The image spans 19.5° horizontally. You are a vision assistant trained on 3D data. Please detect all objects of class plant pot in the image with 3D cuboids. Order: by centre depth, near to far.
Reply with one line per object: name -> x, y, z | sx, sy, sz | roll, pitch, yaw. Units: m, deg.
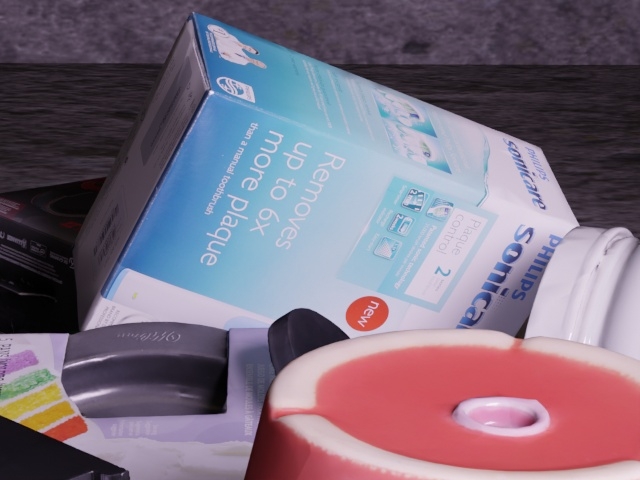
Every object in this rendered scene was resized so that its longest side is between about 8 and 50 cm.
plant pot -> 0.068, 0.183, 0.830 | 0.275, 0.243, 0.275 | 3, 16, -1

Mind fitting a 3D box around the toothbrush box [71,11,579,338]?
toothbrush box -> 0.000, 0.000, 1.331 | 0.295, 0.216, 0.126 | 20, 27, -23

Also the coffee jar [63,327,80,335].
coffee jar -> -0.126, 0.093, 1.397 | 0.079, 0.096, 0.184 | 8, 16, 25

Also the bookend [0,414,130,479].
bookend -> -0.201, 0.152, 0.942 | 0.156, 0.072, 0.157 | -18, 22, -41

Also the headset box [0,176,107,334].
headset box -> -0.159, 0.022, 1.620 | 0.293, 0.110, 0.218 | -11, 21, -41

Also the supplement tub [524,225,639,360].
supplement tub -> 0.298, 0.108, 1.167 | 0.316, 0.228, 0.228 | 9, 17, 22

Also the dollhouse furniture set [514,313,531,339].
dollhouse furniture set -> 0.203, 0.102, 1.409 | 0.161, 0.101, 0.182 | 3, 15, 1

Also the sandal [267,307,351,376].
sandal -> 0.065, 0.134, 1.105 | 0.254, 0.054, 0.097 | 50, 22, 18

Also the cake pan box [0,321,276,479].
cake pan box -> -0.109, 0.145, 1.135 | 0.246, 0.070, 0.267 | 1, 30, 0
